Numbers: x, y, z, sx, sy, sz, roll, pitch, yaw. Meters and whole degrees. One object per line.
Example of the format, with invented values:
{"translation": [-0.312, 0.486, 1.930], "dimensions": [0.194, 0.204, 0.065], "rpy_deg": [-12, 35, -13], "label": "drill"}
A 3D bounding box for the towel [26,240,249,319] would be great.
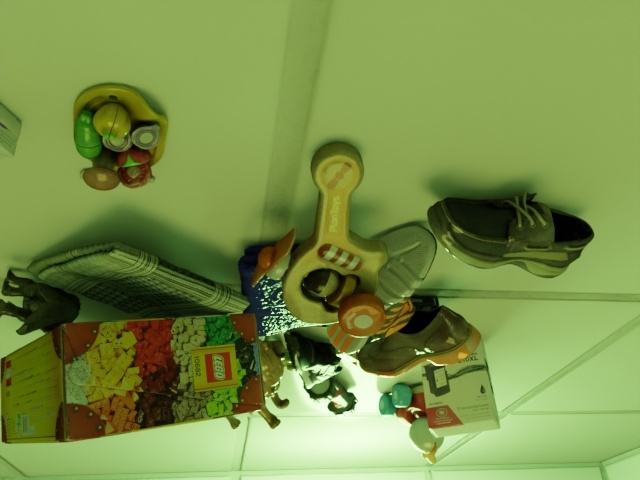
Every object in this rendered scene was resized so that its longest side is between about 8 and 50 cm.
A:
{"translation": [-0.356, 0.096, 1.163], "dimensions": [0.324, 0.056, 0.312], "rpy_deg": [-11, 151, 39], "label": "towel"}

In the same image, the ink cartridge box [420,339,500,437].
{"translation": [0.365, 0.384, 1.599], "dimensions": [0.172, 0.237, 0.100], "rpy_deg": [-14, 144, 17], "label": "ink cartridge box"}

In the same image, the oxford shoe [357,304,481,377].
{"translation": [0.199, 0.226, 1.417], "dimensions": [0.132, 0.130, 0.364], "rpy_deg": [47, 137, -14], "label": "oxford shoe"}

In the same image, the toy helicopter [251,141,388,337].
{"translation": [0.000, 0.000, 1.007], "dimensions": [0.235, 0.140, 0.355], "rpy_deg": [2, 125, -4], "label": "toy helicopter"}

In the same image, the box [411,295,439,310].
{"translation": [0.186, 0.166, 1.422], "dimensions": [0.162, 0.029, 0.116], "rpy_deg": [4, 149, -9], "label": "box"}

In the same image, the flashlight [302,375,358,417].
{"translation": [0.032, 0.482, 1.858], "dimensions": [0.103, 0.103, 0.304], "rpy_deg": [15, 156, 22], "label": "flashlight"}

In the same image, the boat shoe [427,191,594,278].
{"translation": [0.338, -0.030, 1.048], "dimensions": [0.356, 0.132, 0.130], "rpy_deg": [8, 138, -34], "label": "boat shoe"}

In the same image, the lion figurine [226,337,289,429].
{"translation": [-0.229, 0.388, 1.633], "dimensions": [0.392, 0.142, 0.240], "rpy_deg": [-20, 112, 36], "label": "lion figurine"}

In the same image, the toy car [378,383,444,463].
{"translation": [0.330, 0.606, 1.955], "dimensions": [0.219, 0.237, 0.210], "rpy_deg": [8, 147, -18], "label": "toy car"}

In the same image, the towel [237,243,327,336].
{"translation": [-0.054, 0.100, 1.258], "dimensions": [0.228, 0.076, 0.308], "rpy_deg": [-7, 149, -8], "label": "towel"}

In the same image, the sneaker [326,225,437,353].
{"translation": [0.148, 0.090, 1.228], "dimensions": [0.180, 0.124, 0.321], "rpy_deg": [-9, 142, -52], "label": "sneaker"}

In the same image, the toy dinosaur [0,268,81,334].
{"translation": [-0.535, 0.127, 1.166], "dimensions": [0.160, 0.120, 0.313], "rpy_deg": [14, 167, -25], "label": "toy dinosaur"}

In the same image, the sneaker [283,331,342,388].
{"translation": [-0.012, 0.291, 1.565], "dimensions": [0.124, 0.107, 0.283], "rpy_deg": [-20, 151, -1], "label": "sneaker"}

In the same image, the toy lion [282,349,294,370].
{"translation": [-0.120, 0.334, 1.668], "dimensions": [0.096, 0.034, 0.100], "rpy_deg": [0, 149, 9], "label": "toy lion"}

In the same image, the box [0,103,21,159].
{"translation": [-0.578, -0.121, 0.843], "dimensions": [0.324, 0.063, 0.067], "rpy_deg": [-13, 149, 15], "label": "box"}

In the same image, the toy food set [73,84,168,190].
{"translation": [-0.291, -0.121, 0.864], "dimensions": [0.128, 0.071, 0.218], "rpy_deg": [7, 147, -16], "label": "toy food set"}

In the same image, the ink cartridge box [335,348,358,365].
{"translation": [0.077, 0.282, 1.567], "dimensions": [0.029, 0.062, 0.115], "rpy_deg": [-18, 146, 26], "label": "ink cartridge box"}

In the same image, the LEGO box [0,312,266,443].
{"translation": [-0.408, 0.291, 1.243], "dimensions": [0.373, 0.193, 0.500], "rpy_deg": [2, 164, -39], "label": "LEGO box"}
